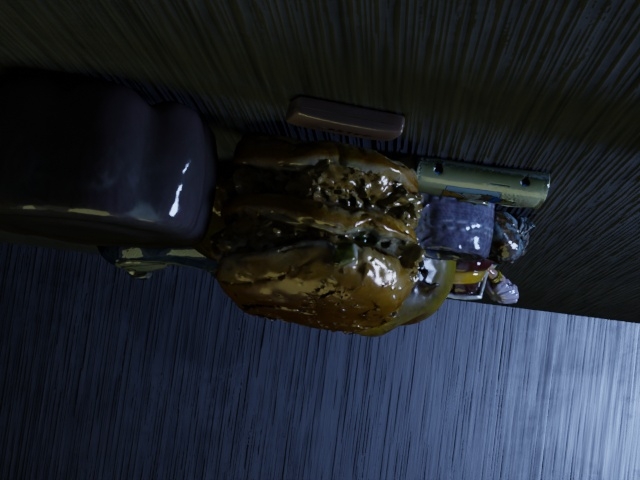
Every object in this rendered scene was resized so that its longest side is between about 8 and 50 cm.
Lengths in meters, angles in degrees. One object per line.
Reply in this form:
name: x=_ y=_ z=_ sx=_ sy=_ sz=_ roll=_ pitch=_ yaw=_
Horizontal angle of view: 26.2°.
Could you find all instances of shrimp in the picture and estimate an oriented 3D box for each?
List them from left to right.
shrimp: x=0.267 y=-0.002 z=1.972 sx=0.090 sy=0.079 sz=0.233 roll=-32 pitch=170 yaw=7

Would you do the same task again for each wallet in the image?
wallet: x=0.186 y=-0.065 z=1.631 sx=0.155 sy=0.039 sz=0.110 roll=8 pitch=173 yaw=1

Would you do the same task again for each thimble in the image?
thimble: x=0.147 y=-0.027 z=1.754 sx=0.150 sy=0.098 sz=0.150 roll=7 pitch=174 yaw=1

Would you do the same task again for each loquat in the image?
loquat: x=0.090 y=0.041 z=1.956 sx=0.213 sy=0.213 sz=0.213 roll=7 pitch=174 yaw=1

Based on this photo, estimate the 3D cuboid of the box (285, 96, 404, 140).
box: x=0.025 y=-0.121 z=1.380 sx=0.115 sy=0.025 sz=0.048 roll=9 pitch=175 yaw=-16

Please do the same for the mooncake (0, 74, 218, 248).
mooncake: x=-0.250 y=-0.079 z=1.510 sx=0.306 sy=0.154 sz=0.306 roll=8 pitch=175 yaw=1

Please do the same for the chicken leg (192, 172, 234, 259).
chicken leg: x=-0.086 y=-0.026 z=1.862 sx=0.211 sy=0.140 sz=0.361 roll=20 pitch=173 yaw=-26

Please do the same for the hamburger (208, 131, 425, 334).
hamburger: x=0.008 y=-0.008 z=1.583 sx=0.245 sy=0.211 sz=0.260 roll=4 pitch=168 yaw=33

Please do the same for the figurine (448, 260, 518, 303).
figurine: x=0.226 y=0.033 z=2.141 sx=0.174 sy=0.116 sz=0.240 roll=8 pitch=180 yaw=12

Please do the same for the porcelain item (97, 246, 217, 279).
porcelain item: x=-0.216 y=-0.017 z=2.154 sx=0.288 sy=0.138 sz=0.186 roll=7 pitch=163 yaw=-3
